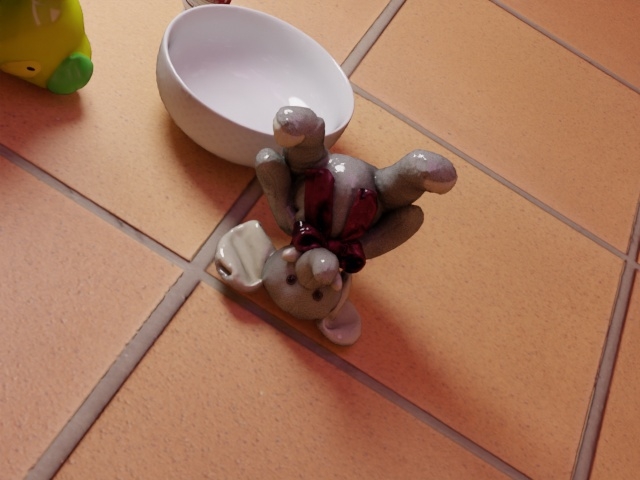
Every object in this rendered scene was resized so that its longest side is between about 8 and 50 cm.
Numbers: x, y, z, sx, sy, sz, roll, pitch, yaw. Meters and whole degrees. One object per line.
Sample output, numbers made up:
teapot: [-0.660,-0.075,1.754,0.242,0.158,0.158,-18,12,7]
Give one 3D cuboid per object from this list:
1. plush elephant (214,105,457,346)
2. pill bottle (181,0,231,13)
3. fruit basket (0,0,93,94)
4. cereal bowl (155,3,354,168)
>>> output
plush elephant: [0.000,0.000,1.632,0.272,0.330,0.255,21,64,-11]
pill bottle: [-0.200,-0.457,2.025,0.086,0.152,0.086,18,42,-17]
fruit basket: [-0.501,-0.375,1.668,0.392,0.392,0.283,46,42,16]
cereal bowl: [-0.123,-0.238,1.863,0.339,0.141,0.339,18,42,-17]
